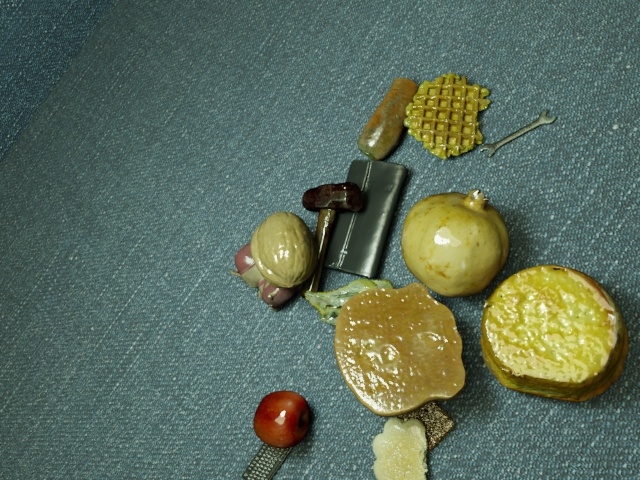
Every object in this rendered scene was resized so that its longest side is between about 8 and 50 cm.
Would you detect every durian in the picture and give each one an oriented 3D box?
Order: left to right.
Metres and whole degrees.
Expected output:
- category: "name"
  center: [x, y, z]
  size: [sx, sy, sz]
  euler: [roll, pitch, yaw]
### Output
- category: "durian"
  center: [0.103, 0.205, 1.800]
  size: [0.307, 0.166, 0.172]
  euler: [-2, 77, 16]

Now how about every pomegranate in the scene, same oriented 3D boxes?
- category: "pomegranate"
  center: [0.406, -0.010, 1.643]
  size: [0.343, 0.342, 0.342]
  euler: [-7, 73, 22]

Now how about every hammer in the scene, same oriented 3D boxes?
- category: "hammer"
  center: [0.000, 0.000, 1.897]
  size: [0.243, 0.095, 0.408]
  euler: [5, 78, 52]

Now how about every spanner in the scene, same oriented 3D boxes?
- category: "spanner"
  center: [0.643, -0.349, 1.808]
  size: [0.255, 0.015, 0.054]
  euler: [-29, 68, 14]

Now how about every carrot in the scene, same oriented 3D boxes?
- category: "carrot"
  center: [0.240, -0.424, 1.941]
  size: [0.139, 0.139, 0.301]
  euler: [22, 85, 27]

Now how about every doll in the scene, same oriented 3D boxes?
- category: "doll"
  center: [-0.187, 0.114, 1.963]
  size: [0.196, 0.152, 0.256]
  euler: [-37, 77, -25]

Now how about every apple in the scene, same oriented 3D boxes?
- category: "apple"
  center: [-0.123, 0.570, 1.769]
  size: [0.169, 0.181, 0.180]
  euler: [10, 80, 24]

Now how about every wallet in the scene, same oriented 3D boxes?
- category: "wallet"
  center: [0.147, -0.080, 1.911]
  size: [0.229, 0.062, 0.405]
  euler: [12, 80, 34]

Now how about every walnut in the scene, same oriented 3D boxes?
- category: "walnut"
  center: [-0.115, 0.035, 1.805]
  size: [0.225, 0.225, 0.260]
  euler: [-20, 62, 17]

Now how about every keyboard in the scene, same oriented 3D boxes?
- category: "keyboard"
  center: [-0.149, 0.693, 1.854]
  size: [0.101, 0.018, 0.309]
  euler: [35, 91, 27]

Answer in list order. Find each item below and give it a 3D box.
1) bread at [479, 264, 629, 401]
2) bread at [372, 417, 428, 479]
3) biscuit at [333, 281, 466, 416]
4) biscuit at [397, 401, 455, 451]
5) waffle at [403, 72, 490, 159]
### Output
- category: "bread"
  center: [0.644, 0.249, 1.530]
  size: [0.399, 0.215, 0.397]
  euler: [-7, 69, 18]
- category: "bread"
  center: [0.240, 0.666, 1.670]
  size: [0.182, 0.039, 0.250]
  euler: [-5, 79, 26]
- category: "biscuit"
  center: [0.222, 0.307, 1.603]
  size: [0.365, 0.062, 0.385]
  euler: [-17, 59, 5]
- category: "biscuit"
  center: [0.295, 0.522, 1.707]
  size: [0.131, 0.025, 0.231]
  euler: [-47, 63, 4]
- category: "waffle"
  center: [0.435, -0.421, 1.862]
  size: [0.282, 0.058, 0.300]
  euler: [31, 82, 9]
